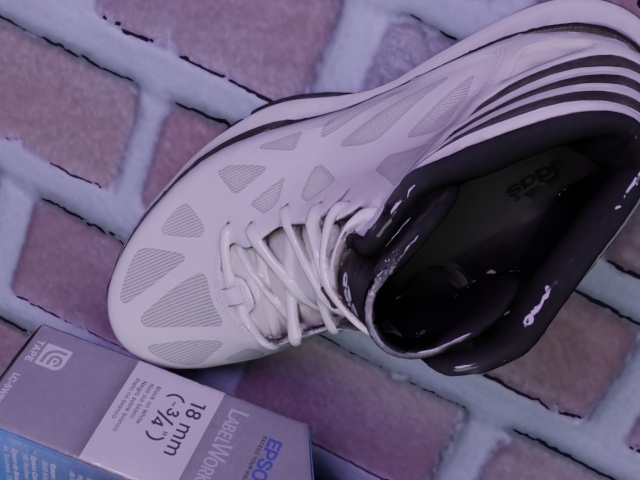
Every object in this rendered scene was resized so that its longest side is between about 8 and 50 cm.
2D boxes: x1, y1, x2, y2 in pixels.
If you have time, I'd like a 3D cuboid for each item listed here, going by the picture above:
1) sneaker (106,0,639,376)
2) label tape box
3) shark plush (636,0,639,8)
[{"bbox_3d":[0.000,-0.001,0.659,0.447,0.257,0.169,-27,101,24],"label":"sneaker"},{"bbox_3d":[-0.091,0.230,0.824,0.333,0.106,0.241,19,135,9],"label":"label tape box"},{"bbox_3d":[0.245,-0.191,0.606,0.067,0.073,0.161,22,132,-5],"label":"shark plush"}]
